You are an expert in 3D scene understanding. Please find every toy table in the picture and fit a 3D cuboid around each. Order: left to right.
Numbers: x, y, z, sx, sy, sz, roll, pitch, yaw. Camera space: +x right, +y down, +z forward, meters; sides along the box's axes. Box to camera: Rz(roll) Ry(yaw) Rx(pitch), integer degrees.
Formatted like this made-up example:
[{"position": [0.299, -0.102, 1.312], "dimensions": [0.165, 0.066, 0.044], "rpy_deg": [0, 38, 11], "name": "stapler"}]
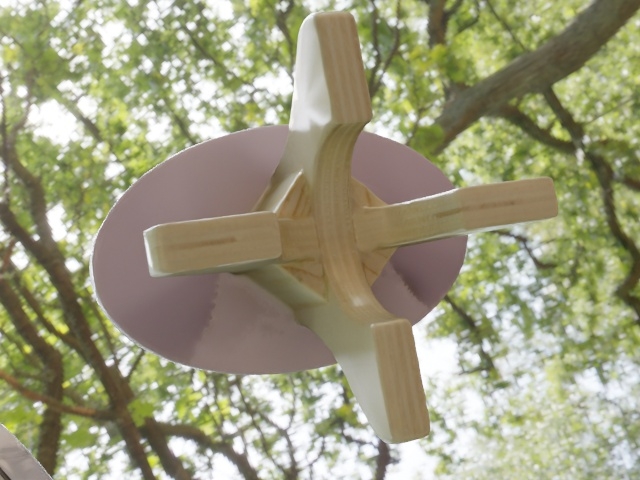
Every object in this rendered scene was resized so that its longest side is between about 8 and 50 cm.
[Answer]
[{"position": [0.000, 0.000, 0.593], "dimensions": [0.274, 0.161, 0.252], "rpy_deg": [-21, -90, -21], "name": "toy table"}]

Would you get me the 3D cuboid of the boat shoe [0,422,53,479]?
[{"position": [-0.249, 0.265, 0.762], "dimensions": [0.105, 0.113, 0.306], "rpy_deg": [-36, -99, -29], "name": "boat shoe"}]
